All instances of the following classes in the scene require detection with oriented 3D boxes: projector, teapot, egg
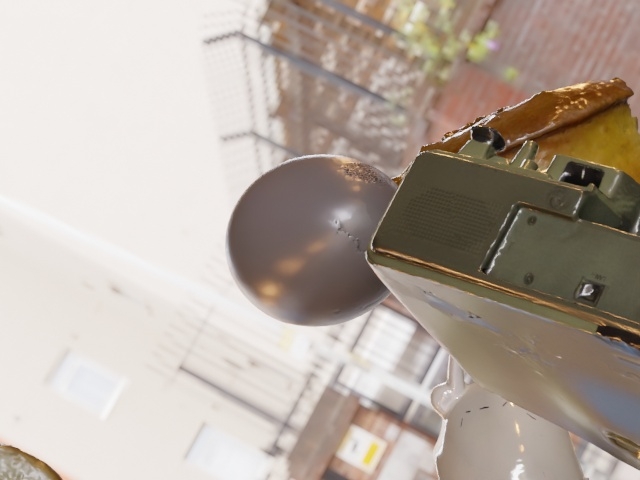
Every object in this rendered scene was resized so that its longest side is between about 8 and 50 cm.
[{"bbox_3d":[0.170,0.049,0.652,0.088,0.270,0.193,-61,-36,-14],"label":"projector"},{"bbox_3d":[0.171,0.187,1.219,0.208,0.166,0.299,-34,-66,-72],"label":"teapot"},{"bbox_3d":[0.000,0.000,1.313,0.199,0.146,0.146,-10,44,59],"label":"egg"}]

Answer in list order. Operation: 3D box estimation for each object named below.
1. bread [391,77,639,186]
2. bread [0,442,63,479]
[{"bbox_3d":[0.189,-0.034,1.653,0.179,0.194,0.340,-26,0,-42],"label":"bread"},{"bbox_3d":[-0.287,0.264,1.212,0.236,0.236,0.070,-57,-7,-29],"label":"bread"}]
